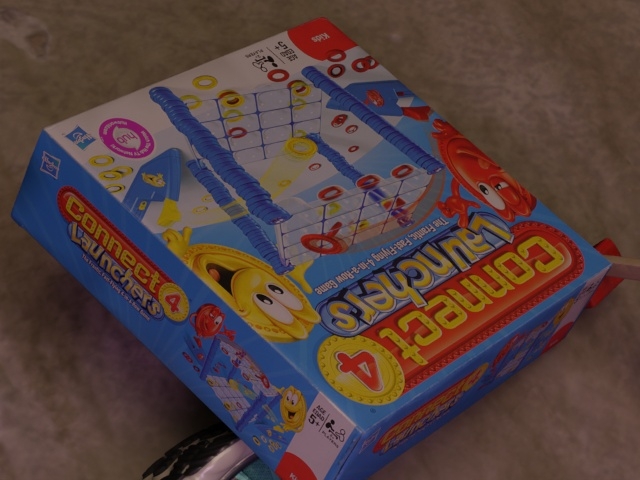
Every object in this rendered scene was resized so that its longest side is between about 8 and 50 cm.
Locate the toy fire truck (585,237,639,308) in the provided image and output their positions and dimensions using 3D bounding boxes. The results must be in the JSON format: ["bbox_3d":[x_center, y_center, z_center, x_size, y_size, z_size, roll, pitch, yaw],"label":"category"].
[{"bbox_3d":[0.264,0.058,1.321,0.047,0.192,0.135,-39,100,-26],"label":"toy fire truck"}]

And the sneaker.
[{"bbox_3d":[-0.076,0.197,1.222,0.275,0.107,0.110,-39,102,-31],"label":"sneaker"}]

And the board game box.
[{"bbox_3d":[0.000,0.000,1.279,0.302,0.086,0.308,42,42,18],"label":"board game box"}]
